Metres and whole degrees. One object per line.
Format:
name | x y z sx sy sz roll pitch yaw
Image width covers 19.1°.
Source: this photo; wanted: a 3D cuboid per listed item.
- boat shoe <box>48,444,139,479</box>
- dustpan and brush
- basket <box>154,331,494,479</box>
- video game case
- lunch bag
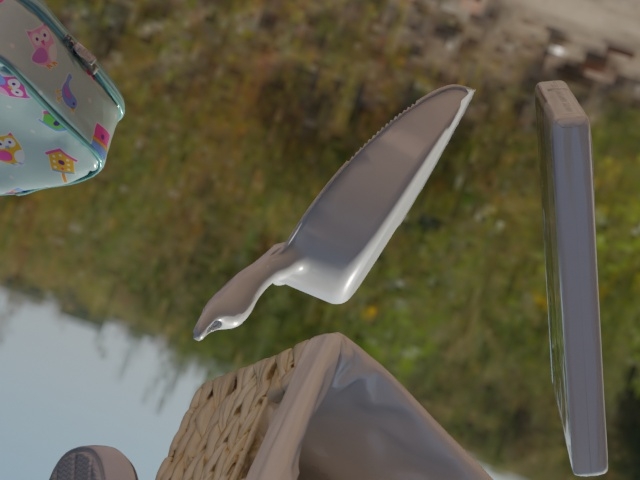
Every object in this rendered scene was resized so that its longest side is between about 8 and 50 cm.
boat shoe | -0.142 0.296 1.330 0.094 0.302 0.109 8 165 -41
dustpan and brush | 0.000 0.000 1.082 0.060 0.211 0.147 32 138 4
basket | 0.007 0.142 0.912 0.103 0.113 0.167 -19 126 41
video game case | 0.139 0.014 1.058 0.022 0.190 0.173 -4 -169 4
lunch bag | -0.344 -0.150 1.892 0.279 0.108 0.224 -7 137 34
